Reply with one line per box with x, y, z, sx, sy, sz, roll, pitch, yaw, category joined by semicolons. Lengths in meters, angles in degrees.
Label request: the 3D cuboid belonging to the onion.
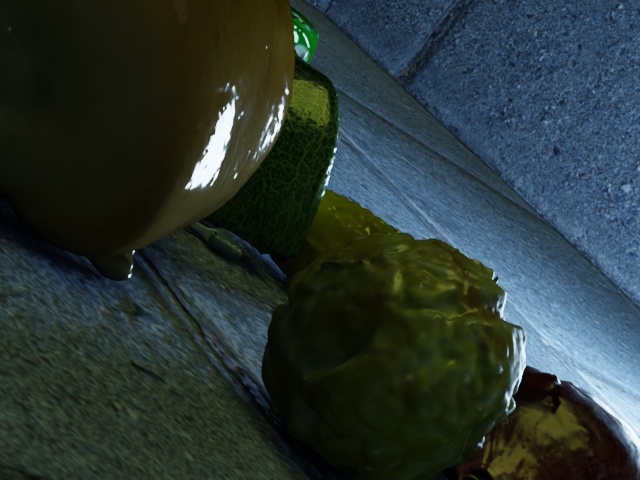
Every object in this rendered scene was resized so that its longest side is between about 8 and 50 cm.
0.192;0.181;1.574;0.227;0.120;0.283;36;9;16;onion

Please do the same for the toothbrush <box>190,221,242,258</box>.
-0.172;-0.055;1.623;0.263;0.022;0.026;34;-1;-24;toothbrush

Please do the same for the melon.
-0.090;-0.118;1.749;0.129;0.169;0.265;27;10;-38;melon

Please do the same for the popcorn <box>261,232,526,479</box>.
0.052;0.089;1.364;0.198;0.198;0.212;42;-23;22;popcorn

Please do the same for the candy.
0.000;0.000;1.763;0.199;0.106;0.094;39;-9;34;candy

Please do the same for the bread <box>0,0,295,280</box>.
-0.176;-0.177;1.434;0.348;0.253;0.376;42;13;4;bread

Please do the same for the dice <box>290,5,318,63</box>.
-0.090;-0.283;2.632;0.128;0.131;0.120;33;13;-32;dice
